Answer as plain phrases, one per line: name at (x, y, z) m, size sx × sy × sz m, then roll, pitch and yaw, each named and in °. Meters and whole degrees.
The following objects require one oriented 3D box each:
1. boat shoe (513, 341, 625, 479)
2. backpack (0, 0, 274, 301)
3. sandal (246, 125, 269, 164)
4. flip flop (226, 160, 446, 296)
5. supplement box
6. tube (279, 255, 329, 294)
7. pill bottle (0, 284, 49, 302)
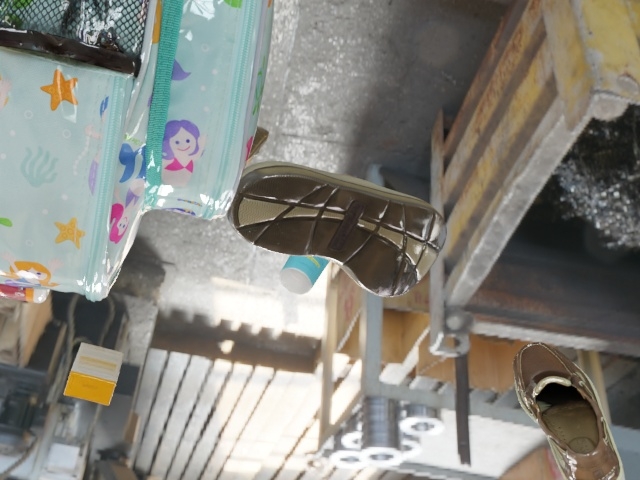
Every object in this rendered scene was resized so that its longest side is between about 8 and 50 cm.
boat shoe at (0.305, 0.200, 0.973) m, size 0.095 × 0.257 × 0.095 m, roll -26°, pitch 120°, yaw 5°
backpack at (-0.131, -0.092, 0.448) m, size 0.191 × 0.253 × 0.225 m, roll 16°, pitch -178°, yaw -13°
sandal at (-0.121, -0.124, 1.052) m, size 0.072 × 0.180 × 0.049 m, roll 29°, pitch 114°, yaw 5°
flip flop at (0.021, -0.020, 0.775) m, size 0.277 × 0.080 × 0.112 m, roll 17°, pitch 112°, yaw -36°
supplement box at (-0.309, 0.182, 1.062) m, size 0.062 × 0.098 × 0.036 m, roll 17°, pitch 104°, yaw -12°
tube at (0.000, 0.000, 1.214) m, size 0.080 × 0.207 × 0.052 m, roll 39°, pitch 134°, yaw -9°
pill bottle at (-0.529, 0.021, 1.199) m, size 0.221 × 0.121 × 0.121 m, roll 11°, pitch 142°, yaw -13°
